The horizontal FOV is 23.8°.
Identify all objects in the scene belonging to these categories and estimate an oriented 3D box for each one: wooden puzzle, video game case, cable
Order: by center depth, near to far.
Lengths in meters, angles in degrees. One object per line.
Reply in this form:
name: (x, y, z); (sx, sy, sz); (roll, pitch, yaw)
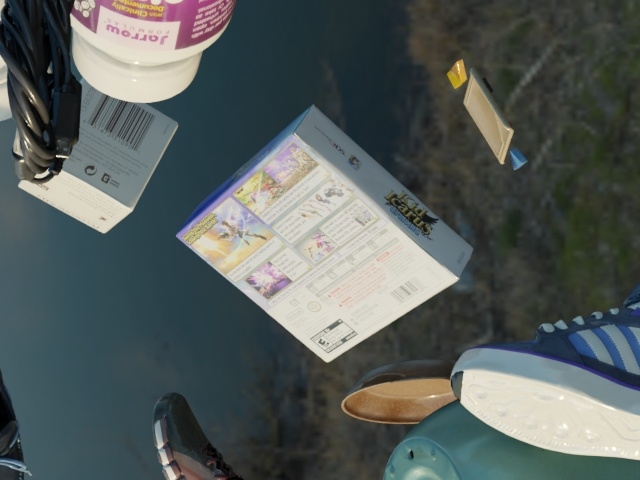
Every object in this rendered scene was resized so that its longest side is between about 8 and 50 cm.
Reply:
cable: (-0.193, -0.138, 1.028); (0.150, 0.047, 0.184); (83, -171, -72)
wooden puzzle: (0.144, -0.108, 1.294); (0.116, 0.014, 0.078); (62, 172, 13)
video game case: (0.000, 0.000, 1.735); (0.269, 0.244, 0.061); (-37, 18, 48)

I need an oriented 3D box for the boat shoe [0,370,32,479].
boat shoe: (-0.383, 0.208, 1.667); (0.089, 0.109, 0.258); (29, 137, 60)

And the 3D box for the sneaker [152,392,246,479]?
sneaker: (-0.105, 0.316, 1.996); (0.106, 0.162, 0.281); (-35, -74, -72)

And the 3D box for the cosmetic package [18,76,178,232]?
cosmetic package: (-0.321, -0.123, 2.175); (0.151, 0.151, 0.183); (-64, 13, -19)

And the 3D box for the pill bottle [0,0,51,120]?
pill bottle: (-0.336, -0.235, 1.447); (0.131, 0.131, 0.229); (42, 152, 55)

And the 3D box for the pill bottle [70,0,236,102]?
pill bottle: (-0.150, -0.267, 1.365); (0.301, 0.169, 0.169); (108, 149, -51)

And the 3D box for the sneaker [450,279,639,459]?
sneaker: (0.318, 0.105, 1.641); (0.130, 0.322, 0.236); (90, -165, -51)

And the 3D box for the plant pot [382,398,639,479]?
plant pot: (0.214, 0.304, 1.752); (0.293, 0.235, 0.293); (11, 103, 58)

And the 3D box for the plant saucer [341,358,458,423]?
plant saucer: (0.124, 0.184, 1.880); (0.198, 0.198, 0.036); (140, 132, -57)
